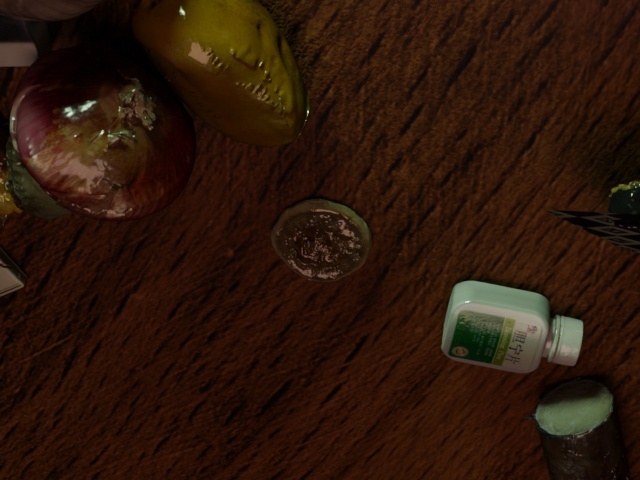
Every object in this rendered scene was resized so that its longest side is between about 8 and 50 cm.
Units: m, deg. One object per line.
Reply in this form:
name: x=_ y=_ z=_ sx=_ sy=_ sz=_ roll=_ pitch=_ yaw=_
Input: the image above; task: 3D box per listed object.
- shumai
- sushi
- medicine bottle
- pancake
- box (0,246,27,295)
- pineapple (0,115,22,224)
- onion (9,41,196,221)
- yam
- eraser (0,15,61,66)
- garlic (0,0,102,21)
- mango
shumai: x=-0.313 y=-0.079 z=1.809 sx=0.184 sy=0.142 sz=0.184 roll=-10 pitch=130 yaw=-13
sushi: x=0.441 y=-0.023 z=1.685 sx=0.264 sy=0.050 sz=0.290 roll=4 pitch=171 yaw=38
medicine bottle: x=0.262 y=0.123 z=1.939 sx=0.183 sy=0.069 sz=0.119 roll=10 pitch=128 yaw=0
pancake: x=0.000 y=0.000 z=1.915 sx=0.139 sy=0.022 sz=0.139 roll=5 pitch=129 yaw=7
box: x=-0.519 y=0.008 z=2.019 sx=0.109 sy=0.029 sz=0.198 roll=-21 pitch=122 yaw=26
pineapple: x=-0.475 y=-0.117 z=1.873 sx=0.135 sy=0.079 sz=0.233 roll=-10 pitch=128 yaw=21
onion: x=-0.245 y=-0.142 z=1.658 sx=0.230 sy=0.230 sz=0.163 roll=24 pitch=143 yaw=-10
yam: x=0.386 y=0.328 z=2.053 sx=0.131 sy=0.131 sz=0.279 roll=-7 pitch=129 yaw=16
eraser: x=-0.529 y=-0.271 z=1.741 sx=0.404 sy=0.098 sz=0.096 roll=1 pitch=131 yaw=11
garlic: x=-0.311 y=-0.367 z=1.514 sx=0.317 sy=0.259 sz=0.317 roll=7 pitch=127 yaw=10
mango: x=-0.111 y=-0.211 z=1.674 sx=0.151 sy=0.156 sz=0.248 roll=-38 pitch=107 yaw=11
